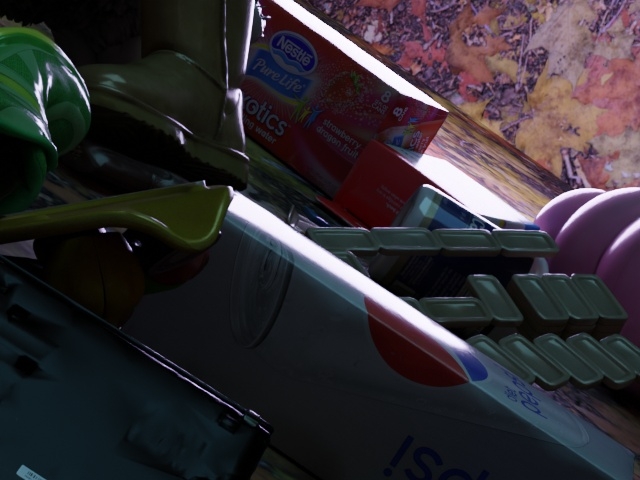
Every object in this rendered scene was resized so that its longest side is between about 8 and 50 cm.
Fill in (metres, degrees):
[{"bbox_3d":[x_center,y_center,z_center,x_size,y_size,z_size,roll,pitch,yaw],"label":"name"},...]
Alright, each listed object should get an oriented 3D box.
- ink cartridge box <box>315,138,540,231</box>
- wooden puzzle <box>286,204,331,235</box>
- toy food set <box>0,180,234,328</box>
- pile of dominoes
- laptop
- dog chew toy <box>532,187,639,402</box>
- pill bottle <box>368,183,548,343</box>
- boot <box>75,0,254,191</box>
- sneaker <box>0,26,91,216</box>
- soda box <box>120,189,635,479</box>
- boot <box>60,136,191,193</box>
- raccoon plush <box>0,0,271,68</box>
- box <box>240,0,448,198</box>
[{"bbox_3d":[0.106,-0.025,1.882,0.134,0.078,0.231,37,12,23],"label":"ink cartridge box"},{"bbox_3d":[0.000,0.000,1.639,0.078,0.014,0.116,37,11,3],"label":"wooden puzzle"},{"bbox_3d":[-0.103,0.015,0.965,0.128,0.071,0.218,-10,3,-4],"label":"toy food set"},{"bbox_3d":[0.127,0.064,1.519,0.251,0.040,0.196,0,37,-28],"label":"pile of dominoes"},{"bbox_3d":[-0.155,0.079,0.822,0.234,0.136,0.264,32,36,-1],"label":"laptop"},{"bbox_3d":[0.319,0.041,1.910,0.206,0.207,0.332,26,4,-31],"label":"dog chew toy"},{"bbox_3d":[0.134,0.033,1.647,0.169,0.094,0.094,32,10,-5],"label":"pill bottle"},{"bbox_3d":[-0.122,-0.189,1.480,0.089,0.269,0.236,-3,-14,23],"label":"boot"},{"bbox_3d":[-0.207,-0.058,1.116,0.123,0.109,0.295,55,14,8],"label":"sneaker"},{"bbox_3d":[0.034,0.089,1.095,0.286,0.098,0.091,34,11,5],"label":"soda box"},{"bbox_3d":[-0.124,-0.039,1.383,0.114,0.037,0.106,28,-2,-41],"label":"boot"},{"bbox_3d":[-0.174,-0.330,1.672,0.216,0.446,0.299,1,-9,32],"label":"raccoon plush"},{"bbox_3d":[-0.016,-0.153,1.974,0.257,0.128,0.122,38,12,26],"label":"box"}]
